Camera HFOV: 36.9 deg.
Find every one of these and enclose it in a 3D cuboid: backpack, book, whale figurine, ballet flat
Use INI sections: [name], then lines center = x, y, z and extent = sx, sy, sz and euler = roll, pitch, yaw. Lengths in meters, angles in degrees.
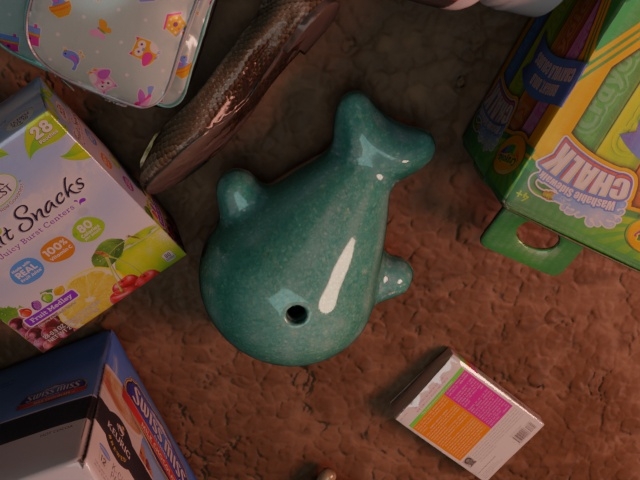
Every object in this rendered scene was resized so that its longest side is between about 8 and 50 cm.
[backpack]
center = -0.183, -0.206, 0.794
extent = 0.188, 0.144, 0.165
euler = 19, 117, -9
[book]
center = 0.162, 0.193, 1.056
extent = 0.144, 0.035, 0.096
euler = 39, 103, -19
[whale figurine]
center = 0.000, 0.000, 0.897
extent = 0.216, 0.141, 0.272
euler = 31, 108, -16
[ballet flat]
center = -0.084, -0.142, 0.871
extent = 0.058, 0.084, 0.250
euler = 45, 104, 6

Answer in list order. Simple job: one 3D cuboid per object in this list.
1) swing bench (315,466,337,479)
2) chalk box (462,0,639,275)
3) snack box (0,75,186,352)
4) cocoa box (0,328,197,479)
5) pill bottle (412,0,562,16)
[swing bench]
center = 0.053, 0.435, 1.088
extent = 0.253, 0.165, 0.254
euler = 26, 115, -15
[chalk box]
center = 0.252, -0.092, 0.853
extent = 0.180, 0.179, 0.289
euler = 22, 110, -13
[snack box]
center = -0.253, -0.016, 0.870
extent = 0.174, 0.070, 0.207
euler = -35, 131, 5
[cocoa box]
center = -0.324, 0.284, 0.952
extent = 0.347, 0.228, 0.231
euler = -21, 114, 5
[pill bottle]
center = 0.066, -0.276, 0.758
extent = 0.283, 0.161, 0.161
euler = 11, 113, -18
